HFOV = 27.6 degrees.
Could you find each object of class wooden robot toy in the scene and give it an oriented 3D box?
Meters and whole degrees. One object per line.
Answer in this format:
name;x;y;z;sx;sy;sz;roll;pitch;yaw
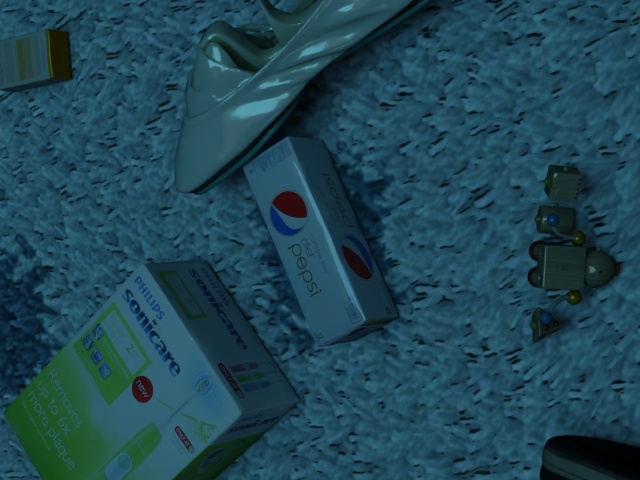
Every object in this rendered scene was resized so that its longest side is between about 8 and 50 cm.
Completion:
wooden robot toy;0.244;0.016;1.245;0.079;0.076;0.173;4;94;-4

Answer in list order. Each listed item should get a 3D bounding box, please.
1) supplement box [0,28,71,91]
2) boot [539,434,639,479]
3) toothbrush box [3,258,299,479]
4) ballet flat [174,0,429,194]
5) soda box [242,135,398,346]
supplement box;-0.358;-0.222;1.614;0.098;0.036;0.062;-6;89;32
boot;0.329;0.362;1.149;0.377;0.138;0.284;24;104;20
toothbrush box;-0.197;0.188;1.478;0.283;0.122;0.206;-43;70;24
ballet flat;-0.044;-0.209;1.355;0.400;0.139;0.139;-39;72;24
soda box;0.000;0.000;1.376;0.069;0.074;0.216;-30;76;29
